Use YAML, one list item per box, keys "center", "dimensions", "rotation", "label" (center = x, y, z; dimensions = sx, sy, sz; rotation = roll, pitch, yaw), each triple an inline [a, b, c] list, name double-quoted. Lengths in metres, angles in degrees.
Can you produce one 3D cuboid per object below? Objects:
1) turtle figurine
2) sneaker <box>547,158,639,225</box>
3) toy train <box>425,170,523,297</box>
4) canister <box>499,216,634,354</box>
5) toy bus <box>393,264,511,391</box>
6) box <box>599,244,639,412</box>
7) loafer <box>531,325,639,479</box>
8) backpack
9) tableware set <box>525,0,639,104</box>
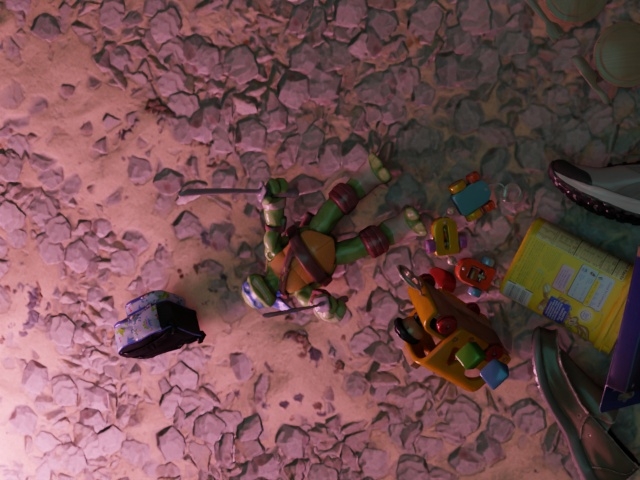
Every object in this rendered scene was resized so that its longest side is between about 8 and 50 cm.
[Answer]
- center: [0.000, 0.000, 1.630]
  dimensions: [0.266, 0.275, 0.198]
  rotation: [-34, 52, -3]
  label: "turtle figurine"
- center: [0.433, -0.072, 1.561]
  dimensions: [0.271, 0.100, 0.108]
  rotation: [13, 86, 13]
  label: "sneaker"
- center: [0.211, -0.012, 1.662]
  dimensions: [0.125, 0.046, 0.166]
  rotation: [19, 93, -13]
  label: "toy train"
- center: [0.342, 0.058, 1.610]
  dimensions: [0.170, 0.073, 0.126]
  rotation: [29, 105, 14]
  label: "canister"
- center: [0.159, 0.128, 1.615]
  dimensions: [0.202, 0.191, 0.104]
  rotation: [47, 108, 7]
  label: "toy bus"
- center: [0.432, 0.117, 1.555]
  dimensions: [0.036, 0.136, 0.225]
  rotation: [21, 105, 39]
  label: "box"
- center: [0.359, 0.223, 1.621]
  dimensions: [0.087, 0.094, 0.251]
  rotation: [-24, 99, 16]
  label: "loafer"
- center: [-0.251, 0.129, 1.799]
  dimensions: [0.114, 0.105, 0.084]
  rotation: [-27, 66, 20]
  label: "backpack"
- center: [0.369, -0.287, 1.579]
  dimensions: [0.128, 0.039, 0.194]
  rotation: [-37, 90, 7]
  label: "tableware set"
